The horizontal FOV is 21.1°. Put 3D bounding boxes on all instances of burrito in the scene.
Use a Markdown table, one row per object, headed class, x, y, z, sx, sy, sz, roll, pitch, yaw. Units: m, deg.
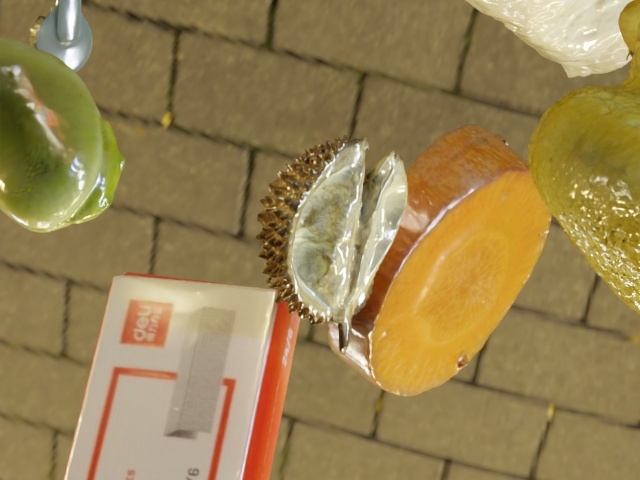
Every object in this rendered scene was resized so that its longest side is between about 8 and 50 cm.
| class | x | y | z | sx | sy | sz | roll | pitch | yaw |
| --- | --- | --- | --- | --- | --- | --- | --- | --- | --- |
| burrito | 0.123 | -0.210 | 1.151 | 0.117 | 0.076 | 0.392 | -31 | 143 | 24 |

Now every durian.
| class | x | y | z | sx | sy | sz | roll | pitch | yaw |
| --- | --- | --- | --- | --- | --- | --- | --- | --- | --- |
| durian | 0.001 | -0.001 | 1.082 | 0.071 | 0.110 | 0.140 | 19 | 113 | 50 |

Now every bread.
| class | x | y | z | sx | sy | sz | roll | pitch | yaw |
| --- | --- | --- | --- | --- | --- | --- | --- | --- | --- |
| bread | 0.150 | -0.042 | 0.629 | 0.065 | 0.187 | 0.149 | 34 | 100 | -37 |

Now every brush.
| class | x | y | z | sx | sy | sz | roll | pitch | yaw |
| --- | --- | --- | --- | --- | --- | --- | --- | --- | --- |
| brush | -0.222 | -0.277 | 1.520 | 0.027 | 0.062 | 0.266 | 22 | 112 | 42 |

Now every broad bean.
| class | x | y | z | sx | sy | sz | roll | pitch | yaw |
| --- | --- | --- | --- | --- | --- | --- | --- | --- | --- |
| broad bean | -0.236 | -0.085 | 1.375 | 0.174 | 0.124 | 0.082 | 55 | 168 | 2 |

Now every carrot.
| class | x | y | z | sx | sy | sz | roll | pitch | yaw |
| --- | --- | --- | --- | --- | --- | --- | --- | --- | --- |
| carrot | 0.115 | 0.022 | 1.665 | 0.100 | 0.307 | 0.258 | 27 | 121 | 23 |

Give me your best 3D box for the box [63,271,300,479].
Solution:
| class | x | y | z | sx | sy | sz | roll | pitch | yaw |
| --- | --- | --- | --- | --- | --- | --- | --- | --- | --- |
| box | -0.094 | 0.137 | 1.093 | 0.123 | 0.229 | 0.050 | 5 | 157 | 17 |
